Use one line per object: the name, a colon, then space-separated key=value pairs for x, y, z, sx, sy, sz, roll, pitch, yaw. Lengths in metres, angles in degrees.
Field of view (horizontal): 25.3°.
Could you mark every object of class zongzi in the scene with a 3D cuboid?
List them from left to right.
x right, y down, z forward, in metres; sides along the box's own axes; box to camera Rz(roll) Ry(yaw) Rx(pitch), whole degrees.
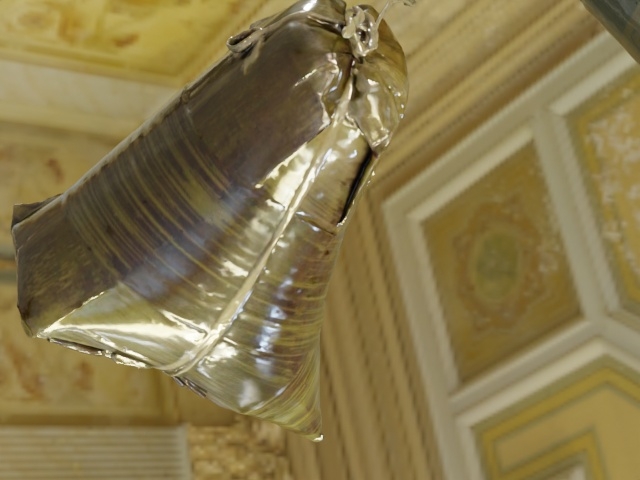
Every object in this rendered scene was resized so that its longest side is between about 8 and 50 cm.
zongzi: x=0.000 y=0.000 z=0.576 sx=0.187 sy=0.184 sz=0.084 roll=-38 pitch=-141 yaw=24

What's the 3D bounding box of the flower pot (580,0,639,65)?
flower pot: x=0.205 y=-0.145 z=0.743 sx=0.107 sy=0.157 sz=0.157 roll=41 pitch=-58 yaw=15
